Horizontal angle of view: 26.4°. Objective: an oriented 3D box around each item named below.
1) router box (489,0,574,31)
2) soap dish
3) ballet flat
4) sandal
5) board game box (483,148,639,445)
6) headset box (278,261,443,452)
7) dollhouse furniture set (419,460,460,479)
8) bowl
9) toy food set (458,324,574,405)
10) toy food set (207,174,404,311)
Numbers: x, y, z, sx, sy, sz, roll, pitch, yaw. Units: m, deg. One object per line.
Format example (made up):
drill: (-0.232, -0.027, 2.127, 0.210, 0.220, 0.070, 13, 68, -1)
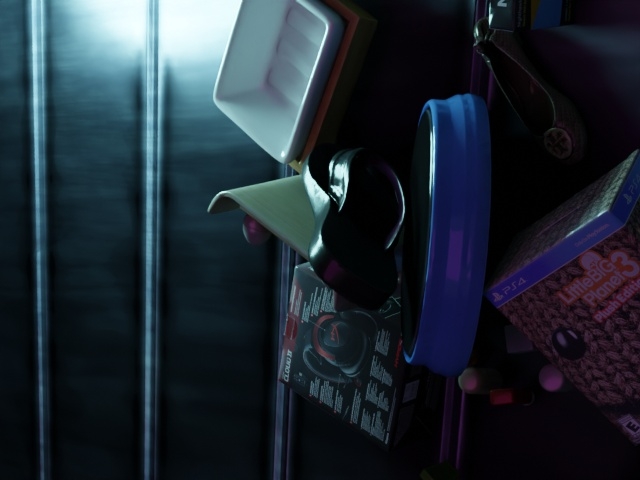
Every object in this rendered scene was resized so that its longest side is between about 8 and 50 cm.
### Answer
router box: (0.282, -0.370, 1.803, 0.046, 0.133, 0.179, 15, 112, 44)
soap dish: (-0.040, -0.287, 2.174, 0.229, 0.118, 0.291, 42, 128, 31)
ballet flat: (0.285, -0.208, 1.899, 0.084, 0.058, 0.250, -44, 69, 44)
sandal: (0.068, -0.046, 1.990, 0.107, 0.167, 0.446, -52, 18, 20)
board game box: (0.397, 0.077, 1.713, 0.291, 0.141, 0.232, 44, 134, -6)
headset box: (0.058, 0.170, 2.201, 0.293, 0.110, 0.218, 28, 119, 38)
dollhouse furniture set: (0.168, 0.422, 2.192, 0.076, 0.058, 0.151, 48, 131, 27)
bowl: (0.166, -0.008, 1.882, 0.391, 0.077, 0.391, -176, 90, -88)
toy food set: (0.292, 0.183, 1.995, 0.232, 0.104, 0.111, -13, 77, 30)
toy food set: (0.000, 0.000, 2.136, 0.306, 0.220, 0.092, 38, 125, 33)
